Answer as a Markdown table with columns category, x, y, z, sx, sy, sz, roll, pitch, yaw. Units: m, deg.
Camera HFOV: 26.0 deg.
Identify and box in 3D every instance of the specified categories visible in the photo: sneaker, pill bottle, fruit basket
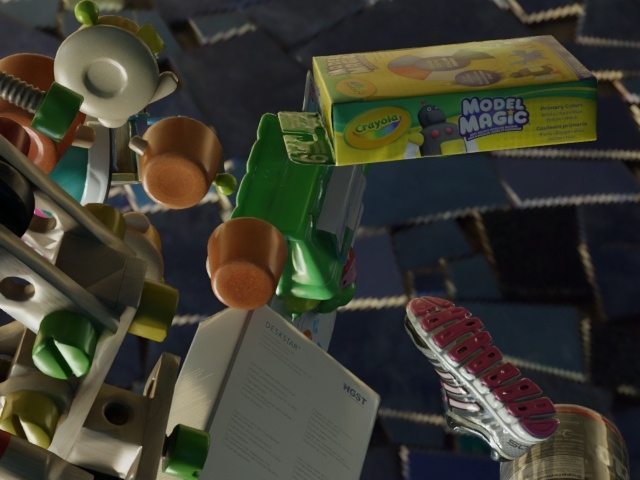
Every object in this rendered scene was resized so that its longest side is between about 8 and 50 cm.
| category | x | y | z | sx | sy | sz | roll | pitch | yaw |
| --- | --- | --- | --- | --- | --- | --- | --- | --- | --- |
| sneaker | -0.331 | -0.034 | 1.456 | 0.178 | 0.123 | 0.295 | 5 | 150 | -19 |
| pill bottle | 0.291 | 0.327 | 1.641 | 0.161 | 0.283 | 0.161 | 3 | 113 | 7 |
| fruit basket | 0.000 | 0.000 | 1.880 | 0.165 | 0.327 | 0.353 | 3 | 150 | 23 |
| sneaker | 0.124 | 0.122 | 1.179 | 0.063 | 0.170 | 0.074 | -21 | 148 | -42 |

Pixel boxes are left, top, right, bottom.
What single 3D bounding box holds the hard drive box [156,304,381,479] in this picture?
| category | x | y | z | sx | sy | sz | roll | pitch | yaw |
| --- | --- | --- | --- | --- | --- | --- | --- | --- | --- |
| hard drive box | -0.056 | 0.199 | 1.289 | 0.181 | 0.232 | 0.089 | 41 | 136 | -23 |

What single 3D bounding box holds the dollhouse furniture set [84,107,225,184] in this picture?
| category | x | y | z | sx | sy | sz | roll | pitch | yaw |
| --- | --- | --- | --- | --- | --- | --- | --- | --- | --- |
| dollhouse furniture set | -0.211 | -0.139 | 1.744 | 0.184 | 0.129 | 0.129 | -4 | -179 | 22 |

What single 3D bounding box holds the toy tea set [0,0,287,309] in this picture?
| category | x | y | z | sx | sy | sz | roll | pitch | yaw |
| --- | --- | --- | --- | --- | --- | --- | --- | --- | --- |
| toy tea set | -0.165 | -0.064 | 1.247 | 0.200 | 0.124 | 0.336 | -23 | 121 | 16 |

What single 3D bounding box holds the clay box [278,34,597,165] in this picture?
| category | x | y | z | sx | sy | sz | roll | pitch | yaw |
| --- | --- | --- | --- | --- | --- | --- | --- | --- | --- |
| clay box | 0.081 | -0.106 | 1.033 | 0.222 | 0.127 | 0.053 | -5 | 113 | -5 |

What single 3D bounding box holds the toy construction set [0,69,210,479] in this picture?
| category | x | y | z | sx | sy | sz | roll | pitch | yaw |
| --- | --- | --- | --- | --- | --- | --- | --- | --- | --- |
| toy construction set | -0.156 | 0.085 | 0.829 | 0.237 | 0.309 | 0.257 | 27 | 105 | -14 |
